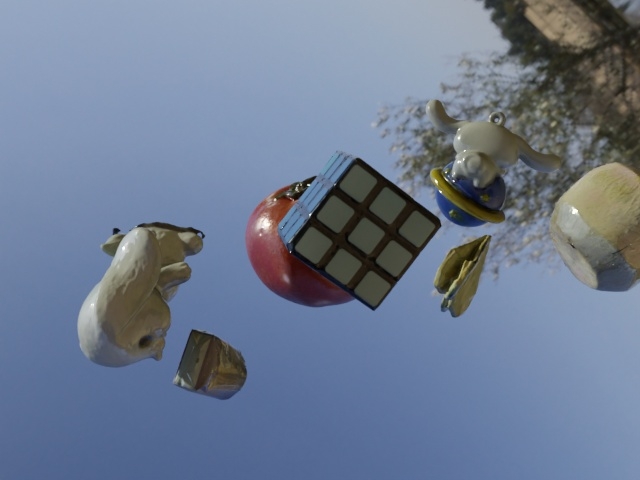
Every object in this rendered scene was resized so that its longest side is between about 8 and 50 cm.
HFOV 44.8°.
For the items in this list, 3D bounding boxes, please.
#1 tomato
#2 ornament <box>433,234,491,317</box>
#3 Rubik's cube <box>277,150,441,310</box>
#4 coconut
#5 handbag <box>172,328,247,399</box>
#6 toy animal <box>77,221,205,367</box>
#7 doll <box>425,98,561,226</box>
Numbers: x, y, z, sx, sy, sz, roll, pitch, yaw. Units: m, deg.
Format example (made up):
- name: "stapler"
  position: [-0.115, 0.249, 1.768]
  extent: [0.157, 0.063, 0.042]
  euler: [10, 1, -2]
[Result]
- name: "tomato"
  position: [0.000, 0.000, 1.820]
  extent: [0.325, 0.293, 0.289]
  euler: [-27, -72, -36]
- name: "ornament"
  position: [0.306, 0.061, 1.615]
  extent: [0.059, 0.180, 0.201]
  euler: [30, 165, 23]
- name: "Rubik's cube"
  position: [0.049, -0.020, 1.116]
  extent: [0.163, 0.162, 0.160]
  euler: [34, -176, -13]
- name: "coconut"
  position: [0.551, -0.030, 1.420]
  extent: [0.227, 0.230, 0.227]
  euler: [55, 180, 0]
- name: "handbag"
  position: [-0.206, 0.246, 1.511]
  extent: [0.095, 0.117, 0.173]
  euler: [14, 167, 22]
- name: "toy animal"
  position: [-0.337, 0.088, 1.414]
  extent: [0.174, 0.249, 0.289]
  euler: [23, -160, -13]
- name: "doll"
  position: [0.315, -0.166, 1.686]
  extent: [0.311, 0.242, 0.159]
  euler: [43, -142, 14]
